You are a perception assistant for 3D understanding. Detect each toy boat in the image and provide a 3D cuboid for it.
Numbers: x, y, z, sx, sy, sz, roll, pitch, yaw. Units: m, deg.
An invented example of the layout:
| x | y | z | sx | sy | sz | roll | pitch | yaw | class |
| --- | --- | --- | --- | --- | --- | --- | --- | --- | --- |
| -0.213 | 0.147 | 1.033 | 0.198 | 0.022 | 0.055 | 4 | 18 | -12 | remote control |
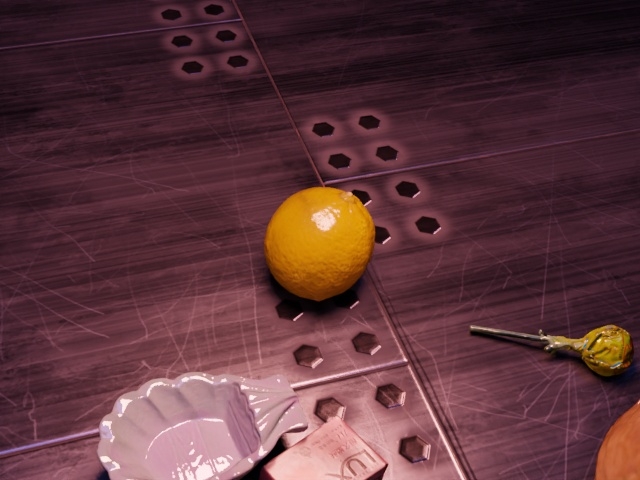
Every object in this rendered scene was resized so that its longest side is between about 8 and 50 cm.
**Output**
| x | y | z | sx | sy | sz | roll | pitch | yaw | class |
| --- | --- | --- | --- | --- | --- | --- | --- | --- | --- |
| -0.166 | 0.281 | 1.365 | 0.290 | 0.100 | 0.199 | -14 | 49 | -18 | toy boat |

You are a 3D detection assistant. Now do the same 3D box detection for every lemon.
| x | y | z | sx | sy | sz | roll | pitch | yaw | class |
| --- | --- | --- | --- | --- | --- | --- | --- | --- | --- |
| 0.000 | 0.000 | 1.593 | 0.178 | 0.203 | 0.178 | 23 | 30 | -14 | lemon |

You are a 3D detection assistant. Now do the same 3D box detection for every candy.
| x | y | z | sx | sy | sz | roll | pitch | yaw | class |
| --- | --- | --- | --- | --- | --- | --- | --- | --- | --- |
| 0.372 | 0.164 | 1.569 | 0.262 | 0.073 | 0.077 | 9 | 72 | 12 | candy |

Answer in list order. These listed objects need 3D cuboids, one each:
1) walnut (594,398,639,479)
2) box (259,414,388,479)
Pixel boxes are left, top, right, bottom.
| x | y | z | sx | sy | sz | roll | pitch | yaw | class |
| --- | --- | --- | --- | --- | --- | --- | --- | --- | --- |
| 0.517 | 0.325 | 1.270 | 0.344 | 0.306 | 0.306 | -16 | 49 | -25 | walnut |
| 0.003 | 0.331 | 1.363 | 0.156 | 0.060 | 0.111 | -31 | 57 | -30 | box |
